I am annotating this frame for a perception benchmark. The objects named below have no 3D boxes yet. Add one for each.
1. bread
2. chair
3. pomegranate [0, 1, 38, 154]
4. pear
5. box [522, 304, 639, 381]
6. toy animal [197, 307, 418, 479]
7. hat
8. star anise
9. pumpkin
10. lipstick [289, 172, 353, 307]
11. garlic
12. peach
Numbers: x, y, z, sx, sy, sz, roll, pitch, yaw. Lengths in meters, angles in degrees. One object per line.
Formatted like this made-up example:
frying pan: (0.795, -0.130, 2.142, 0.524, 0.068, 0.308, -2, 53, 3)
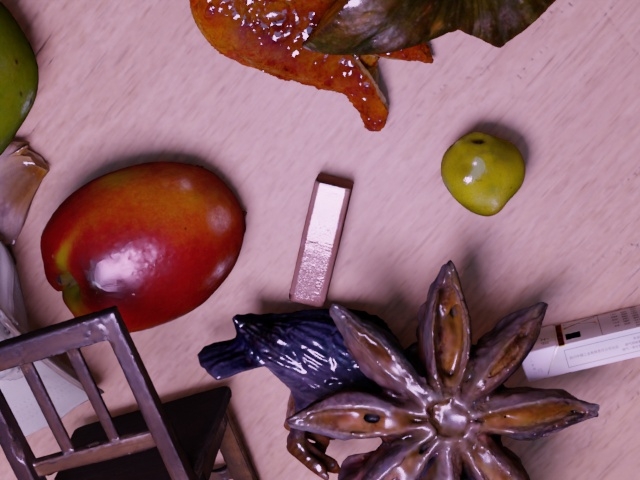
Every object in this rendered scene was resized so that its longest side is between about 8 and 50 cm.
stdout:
bread: (-0.012, -0.224, 1.436, 0.269, 0.095, 0.139, 29, 114, -6)
chair: (-0.209, 0.238, 1.493, 0.203, 0.240, 0.416, -16, 108, 11)
pomegranate: (-0.422, -0.148, 1.404, 0.236, 0.302, 0.236, 0, 131, 0)
pear: (0.175, -0.073, 1.463, 0.092, 0.092, 0.097, 4, 122, 6)
box: (0.302, 0.114, 1.497, 0.154, 0.084, 0.040, -14, 104, 10)
toy animal: (0.011, 0.159, 1.527, 0.298, 0.122, 0.185, 27, 111, -13)
hat: (-0.385, 0.102, 1.561, 0.258, 0.168, 0.301, -28, 127, 37)
star anise: (0.125, 0.186, 1.420, 0.331, 0.117, 0.332, 1, 84, -5)
pumpkin: (0.140, -0.309, 1.355, 0.258, 0.095, 0.290, 3, 116, -29)
lipstick: (0.000, 0.000, 1.521, 0.045, 0.045, 0.145, 14, 107, 4)
garlic: (-0.370, -0.048, 1.541, 0.084, 0.066, 0.152, 24, 105, -2)
peach: (-0.194, 0.003, 1.505, 0.190, 0.226, 0.196, 46, 147, 25)
